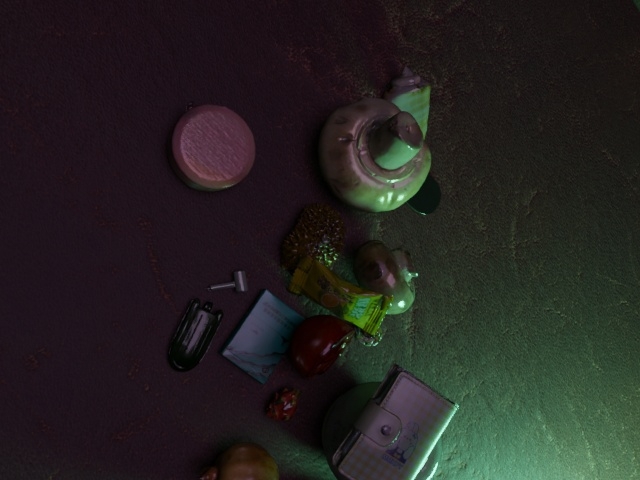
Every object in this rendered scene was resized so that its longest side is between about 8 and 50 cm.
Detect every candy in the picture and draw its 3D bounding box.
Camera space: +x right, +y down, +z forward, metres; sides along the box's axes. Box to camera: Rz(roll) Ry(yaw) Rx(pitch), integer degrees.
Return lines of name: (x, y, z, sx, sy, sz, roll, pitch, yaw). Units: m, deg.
candy: (0.053, 0.162, 1.710, 0.297, 0.187, 0.081, 25, 43, 1)
candy: (-0.309, -0.264, 1.660, 0.256, 0.094, 0.255, 2, 85, -25)

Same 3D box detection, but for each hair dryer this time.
hair dryer: (-0.271, 0.123, 1.685, 0.125, 0.038, 0.063, -9, 88, -18)

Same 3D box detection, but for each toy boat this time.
toy boat: (-0.346, 0.262, 1.625, 0.104, 0.052, 0.210, 30, 75, -23)

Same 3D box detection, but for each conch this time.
conch: (0.306, -0.446, 1.950, 0.158, 0.127, 0.254, -23, 96, -26)

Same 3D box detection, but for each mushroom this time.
mushroom: (0.202, 0.109, 1.794, 0.184, 0.255, 0.254, -20, 95, 8)
mushroom: (0.186, -0.270, 1.795, 0.325, 0.353, 0.352, 3, 84, -51)

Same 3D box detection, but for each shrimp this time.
shrimp: (0.142, 0.259, 1.866, 0.091, 0.034, 0.160, -22, 96, -24)

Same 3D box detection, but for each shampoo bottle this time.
shampoo bottle: (0.176, 0.573, 1.699, 0.323, 0.317, 0.322, 3, 84, -27)

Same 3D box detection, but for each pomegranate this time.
pomegranate: (-0.207, 0.651, 1.587, 0.207, 0.207, 0.206, 2, 85, -25)

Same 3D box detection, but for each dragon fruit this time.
dragon fruit: (-0.102, 0.469, 1.703, 0.081, 0.086, 0.116, 43, 80, -22)

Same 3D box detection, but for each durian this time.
durian: (0.000, -0.005, 1.771, 0.183, 0.138, 0.249, 33, 66, -10)

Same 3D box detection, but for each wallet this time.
wallet: (0.195, 0.502, 1.521, 0.223, 0.077, 0.309, 37, 80, -12)

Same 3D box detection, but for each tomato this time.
tomato: (-0.008, 0.295, 1.712, 0.200, 0.233, 0.139, -41, 74, -17)

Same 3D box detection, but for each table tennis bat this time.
table tennis bat: (0.311, -0.187, 1.991, 0.247, 0.022, 0.138, 35, 72, -20)

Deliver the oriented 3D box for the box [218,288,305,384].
box: (-0.166, 0.277, 1.713, 0.161, 0.042, 0.226, 39, 71, -18)
